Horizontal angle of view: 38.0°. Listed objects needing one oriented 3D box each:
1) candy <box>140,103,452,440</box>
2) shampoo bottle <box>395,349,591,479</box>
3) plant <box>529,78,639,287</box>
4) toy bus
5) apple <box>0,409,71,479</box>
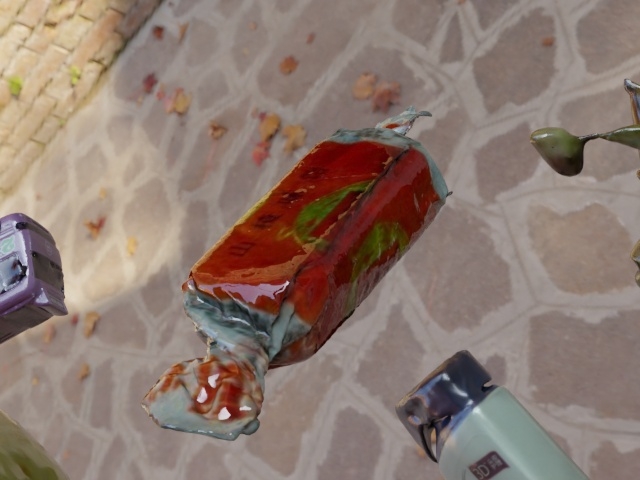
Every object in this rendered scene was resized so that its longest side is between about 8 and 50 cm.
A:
[{"bbox_3d":[-0.001,0.001,0.501,0.086,0.059,0.292,6,37,32],"label":"candy"},{"bbox_3d":[0.206,0.255,0.789,0.359,0.078,0.134,48,151,9],"label":"shampoo bottle"},{"bbox_3d":[0.323,-0.012,0.521,0.334,0.180,0.251,-17,91,31],"label":"plant"},{"bbox_3d":[-0.308,0.054,0.800,0.178,0.087,0.098,-29,70,-1],"label":"toy bus"},{"bbox_3d":[-0.195,0.155,0.298,0.262,0.262,0.262,-20,62,42],"label":"apple"}]
